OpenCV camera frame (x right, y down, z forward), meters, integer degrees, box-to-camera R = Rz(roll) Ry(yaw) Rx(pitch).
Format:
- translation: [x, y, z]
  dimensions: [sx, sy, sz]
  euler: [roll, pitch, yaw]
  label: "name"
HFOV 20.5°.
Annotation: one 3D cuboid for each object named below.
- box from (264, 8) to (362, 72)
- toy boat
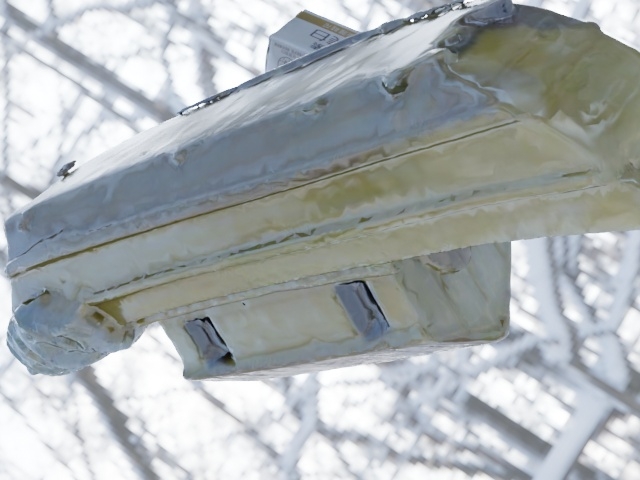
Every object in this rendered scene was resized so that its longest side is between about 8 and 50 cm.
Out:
- translation: [0.062, -0.110, 1.323]
  dimensions: [0.055, 0.218, 0.039]
  euler: [-42, -31, -43]
  label: "box"
- translation: [0.000, 0.000, 0.879]
  dimensions: [0.136, 0.445, 0.162]
  euler: [-46, -70, -41]
  label: "toy boat"
